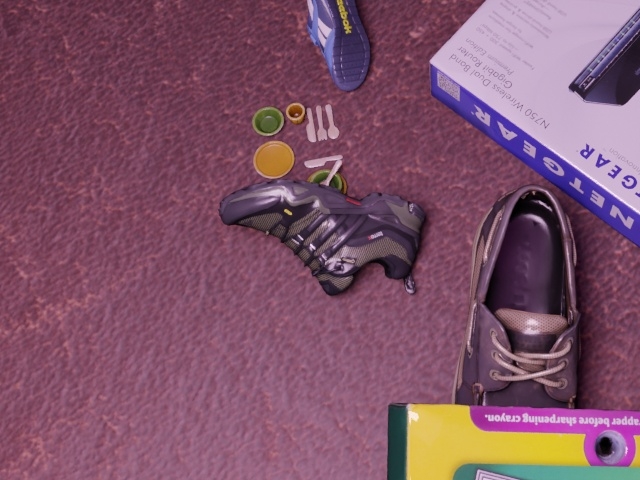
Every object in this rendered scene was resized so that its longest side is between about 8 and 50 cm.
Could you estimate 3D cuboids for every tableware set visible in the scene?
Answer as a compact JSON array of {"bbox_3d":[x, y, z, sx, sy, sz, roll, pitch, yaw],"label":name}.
[{"bbox_3d":[-0.026,-0.090,1.334,0.104,0.024,0.154,-9,69,3],"label":"tableware set"}]

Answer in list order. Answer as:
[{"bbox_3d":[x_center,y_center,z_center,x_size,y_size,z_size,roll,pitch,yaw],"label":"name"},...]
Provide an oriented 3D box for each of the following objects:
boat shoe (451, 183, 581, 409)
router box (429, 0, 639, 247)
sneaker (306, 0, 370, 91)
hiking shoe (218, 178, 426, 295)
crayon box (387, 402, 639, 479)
[{"bbox_3d":[0.198,0.106,1.178,0.132,0.130,0.355,-1,69,6],"label":"boat shoe"},{"bbox_3d":[0.344,-0.192,1.300,0.335,0.082,0.301,39,78,18],"label":"router box"},{"bbox_3d":[0.018,-0.244,1.376,0.053,0.059,0.144,-7,83,-29],"label":"sneaker"},{"bbox_3d":[0.000,0.000,1.253,0.226,0.086,0.114,6,81,-4],"label":"hiking shoe"},{"bbox_3d":[0.242,0.309,1.043,0.362,0.106,0.313,3,82,-7],"label":"crayon box"}]
